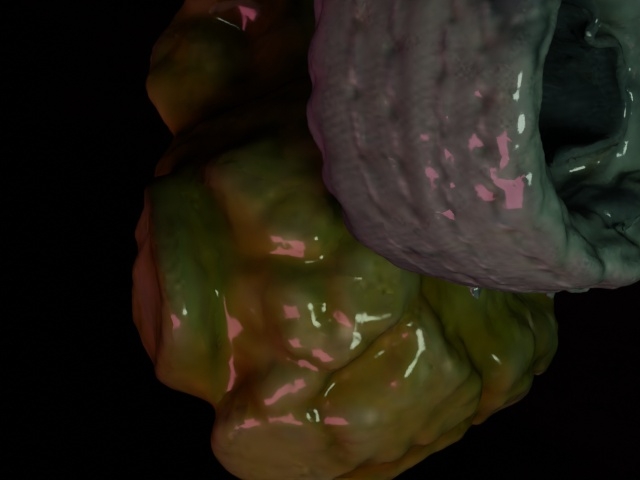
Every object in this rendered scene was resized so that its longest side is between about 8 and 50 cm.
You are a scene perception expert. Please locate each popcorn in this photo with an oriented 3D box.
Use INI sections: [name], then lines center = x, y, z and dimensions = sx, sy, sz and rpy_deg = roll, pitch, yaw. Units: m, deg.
[popcorn]
center = 0.013, -0.002, 1.264
dimensions = 0.334, 0.293, 0.292
rpy_deg = -113, 20, -52

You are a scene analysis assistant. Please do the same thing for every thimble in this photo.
[thimble]
center = 0.101, -0.079, 1.064
dimensions = 0.172, 0.205, 0.250
rpy_deg = 9, 137, 36
